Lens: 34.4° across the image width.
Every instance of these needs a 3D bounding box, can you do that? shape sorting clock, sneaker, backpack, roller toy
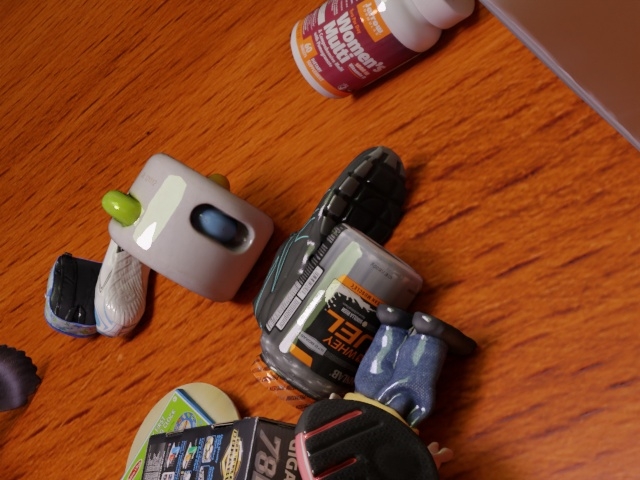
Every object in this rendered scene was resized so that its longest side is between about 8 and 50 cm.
[{"bbox_3d":[-0.167,0.274,1.258,0.206,0.040,0.206,-17,61,33],"label":"shape sorting clock"},{"bbox_3d":[0.058,0.276,0.866,0.314,0.116,0.136,54,140,33],"label":"sneaker"},{"bbox_3d":[-0.375,0.092,1.602,0.084,0.105,0.114,129,151,-51],"label":"backpack"},{"bbox_3d":[-0.164,-0.022,1.357,0.191,0.209,0.146,31,89,16],"label":"roller toy"},{"bbox_3d":[-0.294,0.037,1.562,0.086,0.085,0.237,-32,39,43],"label":"sneaker"},{"bbox_3d":[0.000,0.000,1.218,0.267,0.101,0.106,-58,33,-1],"label":"sneaker"}]

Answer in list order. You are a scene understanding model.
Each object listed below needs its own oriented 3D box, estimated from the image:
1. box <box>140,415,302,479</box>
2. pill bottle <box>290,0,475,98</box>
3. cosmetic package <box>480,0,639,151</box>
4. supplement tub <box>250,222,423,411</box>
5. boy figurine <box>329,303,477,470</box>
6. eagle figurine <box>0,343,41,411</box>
[{"bbox_3d":[-0.123,0.336,1.045,0.293,0.073,0.295,-25,52,57],"label":"box"},{"bbox_3d":[0.078,-0.278,1.318,0.221,0.121,0.121,-26,46,37],"label":"pill bottle"},{"bbox_3d":[0.274,-0.331,0.944,0.329,0.327,0.393,-46,38,16],"label":"cosmetic package"},{"bbox_3d":[0.014,0.087,1.119,0.190,0.117,0.117,-56,35,4],"label":"supplement tub"},{"bbox_3d":[0.055,0.206,1.002,0.177,0.092,0.285,6,70,51],"label":"boy figurine"},{"bbox_3d":[-0.601,0.275,1.573,0.226,0.225,0.298,8,22,14],"label":"eagle figurine"}]
